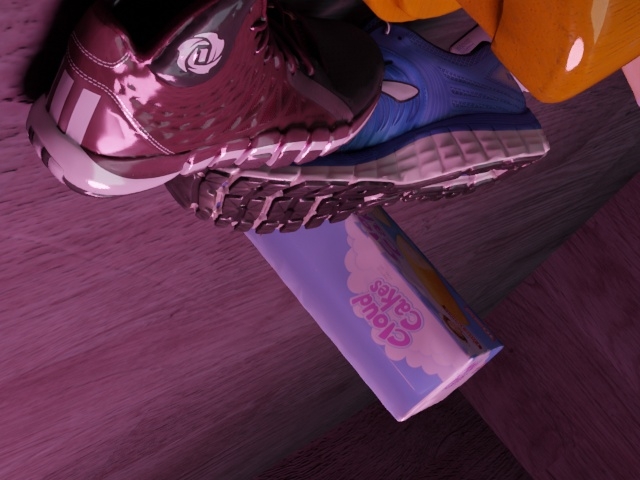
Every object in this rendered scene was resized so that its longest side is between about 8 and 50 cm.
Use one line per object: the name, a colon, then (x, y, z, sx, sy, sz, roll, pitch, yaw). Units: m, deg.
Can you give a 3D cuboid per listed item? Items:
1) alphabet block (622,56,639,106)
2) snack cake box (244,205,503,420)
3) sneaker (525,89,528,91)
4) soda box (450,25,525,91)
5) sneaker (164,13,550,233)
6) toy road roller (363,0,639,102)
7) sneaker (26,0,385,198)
alphabet block: (0.352, -0.256, 0.877, 0.193, 0.197, 0.192, -19, 171, -18)
snack cake box: (0.039, 0.030, 0.940, 0.089, 0.264, 0.152, -43, 166, 12)
sneaker: (0.260, -0.203, 1.190, 0.094, 0.080, 0.212, -36, 172, 39)
soda box: (0.237, -0.227, 1.056, 0.216, 0.069, 0.074, -38, 166, -3)
sneaker: (0.022, -0.098, 0.828, 0.330, 0.147, 0.130, -11, 168, -26)
toy road roller: (0.090, -0.211, 0.399, 0.202, 0.240, 0.329, -35, 165, -20)
sneaker: (-0.035, -0.125, 0.628, 0.281, 0.106, 0.162, -25, 157, -42)
